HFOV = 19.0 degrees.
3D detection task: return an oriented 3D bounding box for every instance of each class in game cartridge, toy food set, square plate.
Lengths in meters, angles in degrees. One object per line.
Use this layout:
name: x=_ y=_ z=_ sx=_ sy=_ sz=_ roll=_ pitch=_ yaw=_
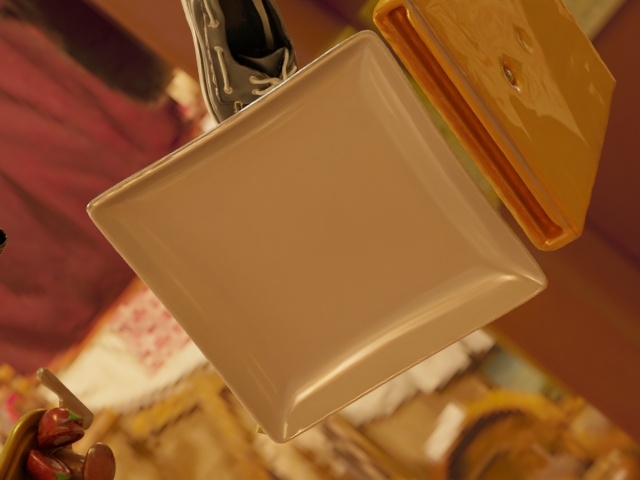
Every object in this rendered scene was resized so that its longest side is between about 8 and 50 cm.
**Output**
game cartridge: x=0.175 y=-0.180 z=1.824 sx=0.052 sy=0.285 sz=0.324 roll=-28 pitch=19 yaw=27
toy food set: x=-0.245 y=0.229 z=1.796 sx=0.128 sy=0.071 sz=0.218 roll=64 pitch=-144 yaw=-48
square plate: x=0.000 y=0.000 z=1.946 sx=0.344 sy=0.347 sz=0.049 roll=-32 pitch=24 yaw=12

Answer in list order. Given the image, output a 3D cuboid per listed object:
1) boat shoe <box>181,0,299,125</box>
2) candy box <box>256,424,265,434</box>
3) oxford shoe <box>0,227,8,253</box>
boat shoe: x=-0.083 y=-0.213 z=2.298 sx=0.116 sy=0.319 sz=0.099 roll=-29 pitch=28 yaw=-17
candy box: x=-0.038 y=0.137 z=2.219 sx=0.206 sy=0.027 sz=0.105 roll=-77 pitch=3 yaw=-69
oxford shoe: x=-0.401 y=-0.025 z=1.828 sx=0.098 sy=0.097 sz=0.271 roll=-35 pitch=-26 yaw=10
